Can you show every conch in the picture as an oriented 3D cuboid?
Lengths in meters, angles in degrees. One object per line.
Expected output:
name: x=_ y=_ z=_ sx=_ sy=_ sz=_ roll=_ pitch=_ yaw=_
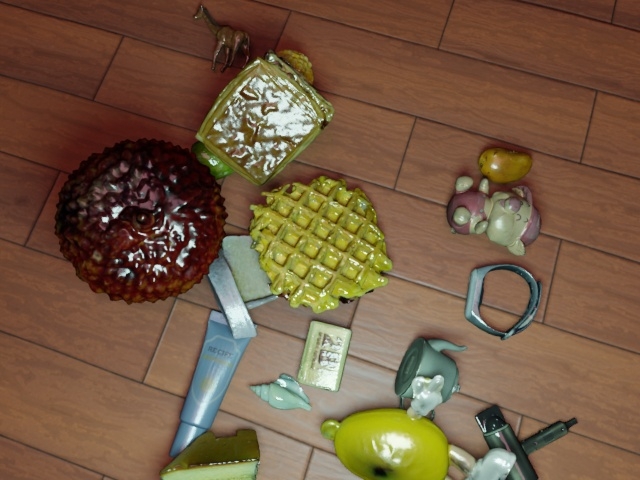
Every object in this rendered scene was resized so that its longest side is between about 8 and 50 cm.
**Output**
conch: x=-0.107 y=0.410 z=1.390 sx=0.180 sy=0.088 sz=0.065 roll=16 pitch=120 yaw=0

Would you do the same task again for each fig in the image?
fig: x=-0.299 y=-0.240 z=1.532 sx=0.156 sy=0.123 sz=0.123 roll=-9 pitch=75 yaw=-10

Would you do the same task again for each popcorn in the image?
popcorn: x=-0.105 y=-0.489 z=1.574 sx=0.180 sy=0.170 sz=0.180 roll=0 pitch=92 yaw=-6

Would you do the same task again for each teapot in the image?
teapot: x=0.289 y=0.363 z=1.345 sx=0.149 sy=0.162 sz=0.239 roll=25 pitch=93 yaw=-4

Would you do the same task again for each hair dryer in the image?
hair dryer: x=0.546 y=0.493 z=1.341 sx=0.248 sy=0.078 sz=0.196 roll=-21 pitch=75 yaw=-13

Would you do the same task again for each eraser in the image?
eraser: x=0.012 y=0.313 z=1.405 sx=0.117 sy=0.058 sz=0.172 roll=13 pitch=77 yaw=6

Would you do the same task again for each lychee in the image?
lychee: x=-0.437 y=-0.047 z=1.300 sx=0.424 sy=0.500 sz=0.425 roll=-2 pitch=98 yaw=-16

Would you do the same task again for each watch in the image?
watch: x=0.499 y=0.167 z=1.420 sx=0.193 sy=0.068 sz=0.206 roll=11 pitch=74 yaw=6

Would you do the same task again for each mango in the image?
mango: x=0.539 y=-0.219 z=1.508 sx=0.159 sy=0.084 sz=0.105 roll=1 pitch=81 yaw=3

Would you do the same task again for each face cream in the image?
face cream: x=-0.298 y=0.388 z=1.389 sx=0.135 sy=0.086 sz=0.385 roll=17 pitch=72 yaw=5

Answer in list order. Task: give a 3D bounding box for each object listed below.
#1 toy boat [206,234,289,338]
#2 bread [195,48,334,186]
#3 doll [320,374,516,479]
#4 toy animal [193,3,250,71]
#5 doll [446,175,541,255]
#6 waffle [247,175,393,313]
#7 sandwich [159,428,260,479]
toy boat: x=-0.190 y=0.103 z=1.453 sx=0.293 sy=0.111 sz=0.276 roll=-38 pitch=76 yaw=-22
bread: x=-0.158 y=-0.344 z=1.470 sx=0.277 sy=0.167 sz=0.324 roll=38 pitch=104 yaw=-19
doll: x=0.250 y=0.518 z=1.270 sx=0.348 sy=0.161 sz=0.423 roll=-42 pitch=93 yaw=19
toy animal: x=-0.321 y=-0.653 z=1.669 sx=0.224 sy=0.066 sz=0.230 roll=2 pitch=85 yaw=22
doll: x=0.484 y=-0.075 z=1.440 sx=0.255 sy=0.152 sz=0.196 roll=15 pitch=90 yaw=2
waffle: x=0.000 y=0.000 z=1.431 sx=0.379 sy=0.095 sz=0.382 roll=-16 pitch=73 yaw=-16
sandwich: x=-0.272 y=0.558 z=1.288 sx=0.235 sy=0.128 sz=0.122 roll=2 pitch=103 yaw=-11
